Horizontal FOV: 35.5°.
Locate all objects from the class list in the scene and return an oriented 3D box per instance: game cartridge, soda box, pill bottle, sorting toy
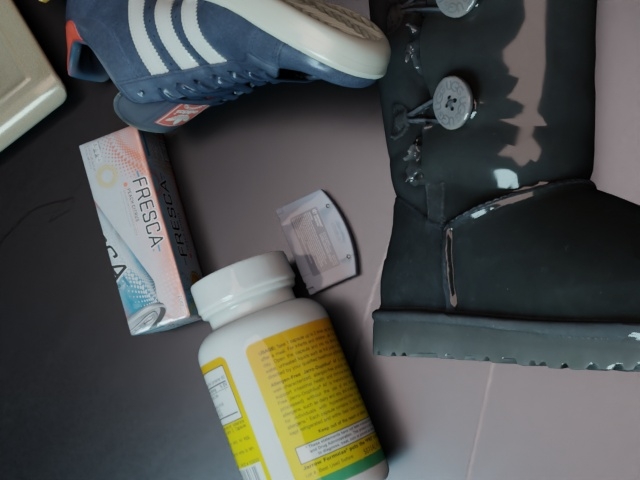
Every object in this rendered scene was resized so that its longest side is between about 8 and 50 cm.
[{"bbox_3d":[0.000,0.000,0.885,0.056,0.017,0.083,-24,81,17],"label":"game cartridge"},{"bbox_3d":[-0.158,-0.009,0.908,0.063,0.058,0.183,-19,82,14],"label":"soda box"},{"bbox_3d":[-0.033,0.120,0.836,0.117,0.117,0.208,-25,81,13],"label":"pill bottle"},{"bbox_3d":[-0.356,-0.170,0.980,0.347,0.047,0.196,-35,83,12],"label":"sorting toy"}]

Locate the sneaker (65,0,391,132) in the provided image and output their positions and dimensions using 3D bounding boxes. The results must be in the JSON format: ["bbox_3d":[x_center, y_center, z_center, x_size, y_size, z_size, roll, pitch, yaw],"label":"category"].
[{"bbox_3d":[-0.093,-0.150,0.840,0.350,0.131,0.148,26,106,39],"label":"sneaker"}]

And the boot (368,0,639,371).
[{"bbox_3d":[0.188,-0.132,0.730,0.367,0.146,0.445,-2,84,38],"label":"boot"}]
